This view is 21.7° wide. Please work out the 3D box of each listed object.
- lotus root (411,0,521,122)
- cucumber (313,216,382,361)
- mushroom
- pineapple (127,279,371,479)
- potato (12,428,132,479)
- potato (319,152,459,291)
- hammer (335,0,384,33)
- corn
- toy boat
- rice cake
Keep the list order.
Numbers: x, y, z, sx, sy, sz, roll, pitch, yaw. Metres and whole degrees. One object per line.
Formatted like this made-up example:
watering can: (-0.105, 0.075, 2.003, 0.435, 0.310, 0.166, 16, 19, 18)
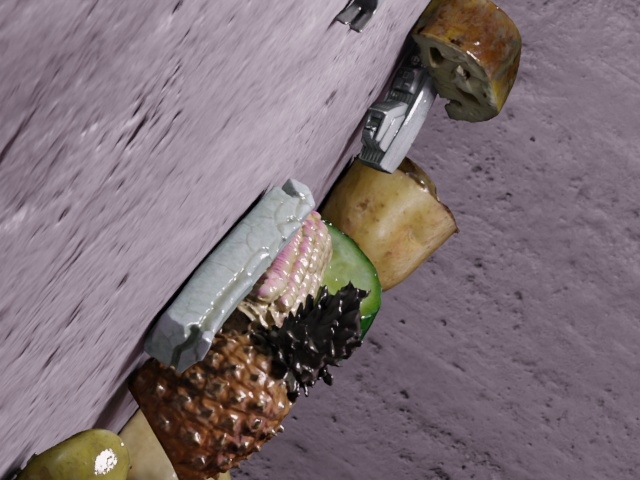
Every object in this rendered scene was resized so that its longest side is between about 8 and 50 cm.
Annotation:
lotus root: (0.228, -0.274, 2.510, 0.119, 0.138, 0.235, -59, 155, -17)
cucumber: (-0.018, 0.068, 2.270, 0.191, 0.191, 0.130, -54, 176, -46)
mushroom: (-0.168, 0.328, 2.129, 0.212, 0.217, 0.292, -59, 178, -37)
pineapple: (-0.063, 0.137, 1.799, 0.278, 0.158, 0.158, -32, 173, -8)
potato: (-0.237, 0.236, 1.413, 0.188, 0.085, 0.105, -53, 155, -2)
potato: (0.091, -0.015, 2.848, 0.242, 0.242, 0.285, -57, -164, -10)
hammer: (0.058, -0.267, 1.526, 0.103, 0.029, 0.246, -57, 175, -15)
corn: (-0.059, 0.052, 2.011, 0.127, 0.126, 0.335, -59, 178, 21)
toy boat: (0.134, -0.229, 2.579, 0.085, 0.078, 0.261, 33, 81, -43)
rice cake: (-0.091, 0.028, 1.809, 0.066, 0.063, 0.336, -51, -178, 37)
